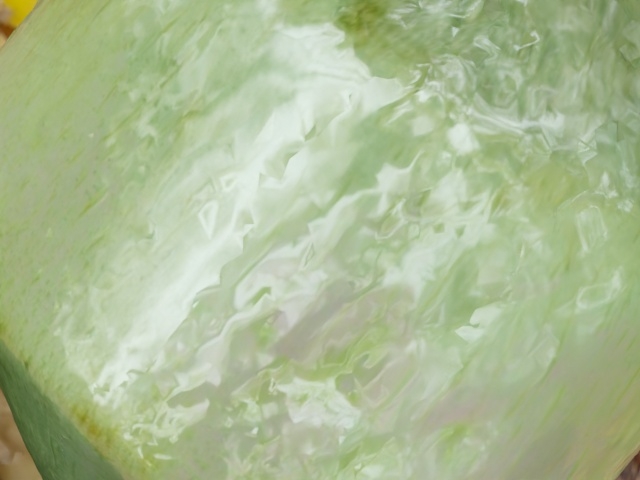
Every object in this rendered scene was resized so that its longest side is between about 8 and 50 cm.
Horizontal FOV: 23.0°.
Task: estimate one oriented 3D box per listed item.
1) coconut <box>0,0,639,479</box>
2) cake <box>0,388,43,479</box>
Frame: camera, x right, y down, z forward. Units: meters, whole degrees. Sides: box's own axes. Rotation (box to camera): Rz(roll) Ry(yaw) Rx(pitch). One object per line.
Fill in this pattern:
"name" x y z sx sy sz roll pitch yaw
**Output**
"coconut" 0.000 0.000 0.620 0.329 0.281 0.328 1 102 6
"cake" -0.278 0.213 0.849 0.332 0.321 0.332 9 103 42
